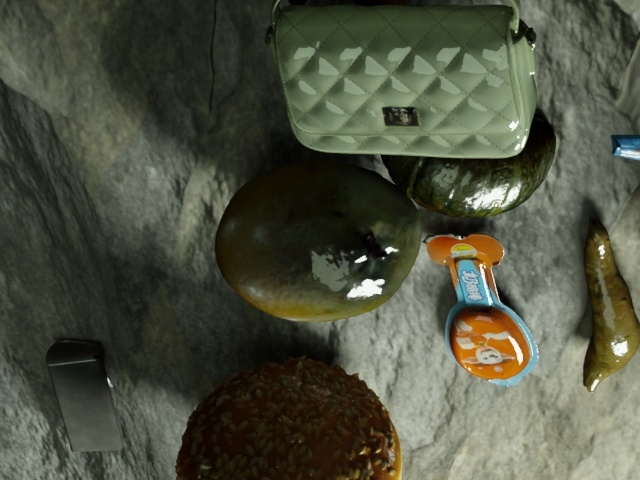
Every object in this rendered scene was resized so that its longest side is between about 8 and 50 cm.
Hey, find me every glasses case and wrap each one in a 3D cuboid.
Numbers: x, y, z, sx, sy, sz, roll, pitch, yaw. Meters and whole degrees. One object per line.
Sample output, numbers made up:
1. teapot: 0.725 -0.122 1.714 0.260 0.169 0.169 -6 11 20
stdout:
1. glasses case: -0.301 0.203 2.141 0.072 0.042 0.191 1 136 7

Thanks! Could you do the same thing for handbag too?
1. handbag: 0.072 -0.172 1.520 0.256 0.079 0.219 2 139 19

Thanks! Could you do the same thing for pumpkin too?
1. pumpkin: 0.140 -0.080 1.654 0.183 0.108 0.119 15 133 0

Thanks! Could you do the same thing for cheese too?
1. cheese: 0.179 0.080 1.858 0.106 0.037 0.256 -3 135 19

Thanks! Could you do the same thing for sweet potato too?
1. sweet potato: 0.314 0.078 1.796 0.069 0.059 0.249 36 150 38

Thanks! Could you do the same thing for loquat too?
1. loquat: 0.000 0.000 1.726 0.227 0.179 0.179 -2 136 33

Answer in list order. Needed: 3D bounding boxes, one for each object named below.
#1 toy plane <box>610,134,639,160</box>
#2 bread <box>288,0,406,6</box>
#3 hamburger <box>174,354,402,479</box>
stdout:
1. toy plane: 0.382 -0.110 1.526 0.254 0.105 0.271 -24 145 -4
2. bread: 0.028 -0.296 1.478 0.139 0.095 0.269 16 152 4
3. hamburger: -0.041 0.284 1.978 0.291 0.291 0.225 10 143 8
